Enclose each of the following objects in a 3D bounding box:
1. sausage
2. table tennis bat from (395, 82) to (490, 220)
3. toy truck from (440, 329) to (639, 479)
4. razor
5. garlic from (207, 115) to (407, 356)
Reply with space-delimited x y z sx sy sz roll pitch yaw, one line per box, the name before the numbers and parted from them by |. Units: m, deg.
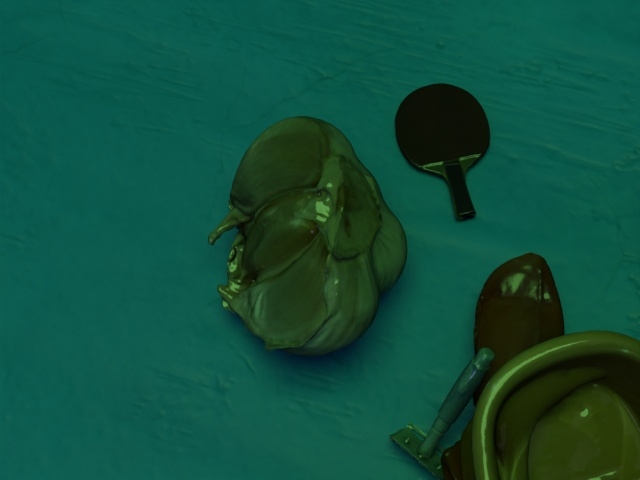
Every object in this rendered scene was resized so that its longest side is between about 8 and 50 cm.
sausage | 0.183 0.100 1.378 0.089 0.089 0.179 7 62 7
table tennis bat | 0.129 -0.092 1.504 0.095 0.014 0.158 -11 63 -3
toy truck | 0.221 0.226 1.221 0.204 0.211 0.288 -18 81 -6
razor | 0.119 0.148 1.332 0.068 0.135 0.040 38 33 18
garlic | 0.000 0.000 1.408 0.143 0.178 0.229 7 68 -43
